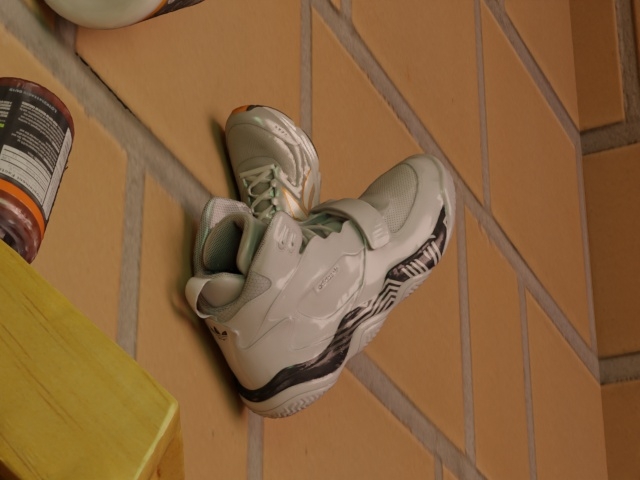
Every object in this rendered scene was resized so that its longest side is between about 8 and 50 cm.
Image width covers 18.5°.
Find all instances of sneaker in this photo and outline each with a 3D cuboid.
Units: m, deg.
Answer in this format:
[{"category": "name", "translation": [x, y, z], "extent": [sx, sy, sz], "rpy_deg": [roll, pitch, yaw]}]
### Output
[{"category": "sneaker", "translation": [-0.049, -0.026, 2.248], "extent": [0.262, 0.099, 0.121], "rpy_deg": [68, 27, -18]}, {"category": "sneaker", "translation": [0.000, 0.000, 2.145], "extent": [0.366, 0.137, 0.210], "rpy_deg": [-51, 128, -21]}]

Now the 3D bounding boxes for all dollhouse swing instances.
[{"category": "dollhouse swing", "translation": [-0.259, 0.243, 1.375], "extent": [0.305, 0.315, 0.347], "rpy_deg": [-39, 154, -26]}]

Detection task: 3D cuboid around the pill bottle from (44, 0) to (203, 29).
[{"category": "pill bottle", "translation": [-0.175, -0.309, 1.998], "extent": [0.278, 0.162, 0.162], "rpy_deg": [-37, 113, -67]}]

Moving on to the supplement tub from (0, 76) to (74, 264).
[{"category": "supplement tub", "translation": [-0.277, -0.040, 1.660], "extent": [0.198, 0.106, 0.106], "rpy_deg": [-79, 149, -45]}]
